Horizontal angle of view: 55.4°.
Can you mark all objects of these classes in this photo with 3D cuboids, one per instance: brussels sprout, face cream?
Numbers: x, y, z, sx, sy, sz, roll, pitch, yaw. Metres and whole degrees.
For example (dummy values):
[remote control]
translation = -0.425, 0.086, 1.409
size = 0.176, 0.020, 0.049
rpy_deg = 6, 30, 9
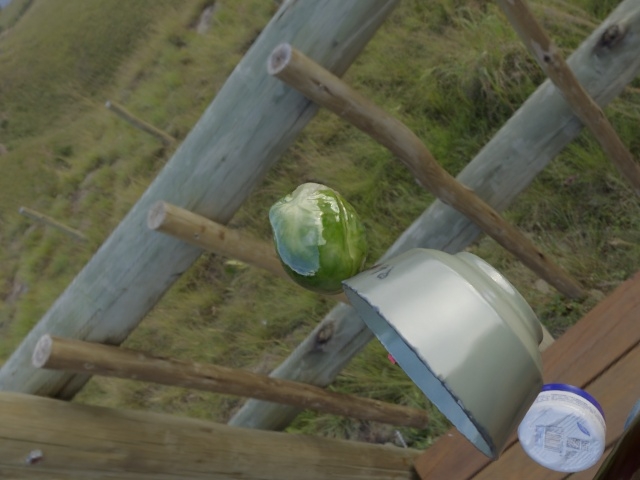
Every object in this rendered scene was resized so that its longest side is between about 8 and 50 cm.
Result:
[brussels sprout]
translation = 0.004, 0.000, 0.817
size = 0.118, 0.155, 0.155
rpy_deg = -9, 63, 27
[face cream]
translation = 0.602, 0.472, 1.524
size = 0.206, 0.111, 0.205
rpy_deg = 8, 112, 21

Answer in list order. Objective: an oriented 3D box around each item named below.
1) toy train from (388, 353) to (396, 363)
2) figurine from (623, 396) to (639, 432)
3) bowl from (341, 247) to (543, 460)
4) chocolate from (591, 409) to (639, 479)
[toy train]
translation = 0.196, 0.150, 1.273
size = 0.131, 0.083, 0.204
rpy_deg = 47, 125, 31
[figurine]
translation = 0.804, 0.476, 1.341
size = 0.225, 0.381, 0.205
rpy_deg = -38, 22, -25
[bowl]
translation = 0.127, 0.087, 0.569
size = 0.112, 0.211, 0.211
rpy_deg = -38, 45, -6
[chocolate]
translation = 0.260, 0.197, 0.268
size = 0.384, 0.384, 0.331
rpy_deg = 23, 117, 46
